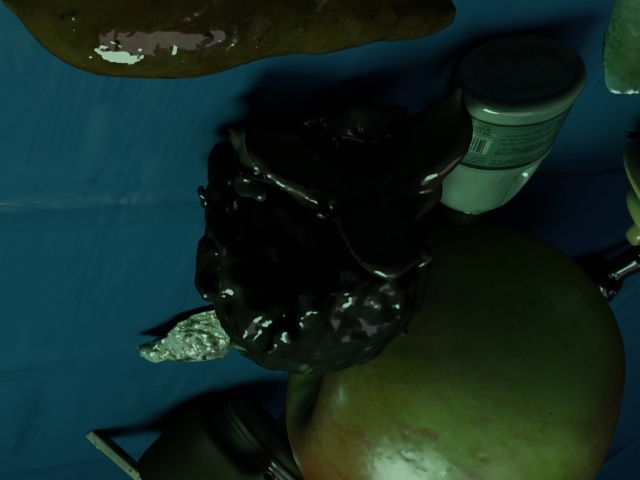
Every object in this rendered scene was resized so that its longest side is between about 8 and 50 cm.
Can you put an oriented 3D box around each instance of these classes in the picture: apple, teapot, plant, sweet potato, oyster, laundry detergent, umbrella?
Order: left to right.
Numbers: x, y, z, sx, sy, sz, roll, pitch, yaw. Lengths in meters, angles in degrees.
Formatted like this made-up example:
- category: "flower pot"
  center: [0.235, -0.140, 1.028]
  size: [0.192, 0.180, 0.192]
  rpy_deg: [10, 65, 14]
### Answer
- category: "oyster"
  center: [-0.114, 0.094, 1.337]
  size: [0.100, 0.037, 0.098]
  rpy_deg: [-32, 152, 33]
- category: "teapot"
  center: [-0.089, 0.259, 1.568]
  size: [0.175, 0.186, 0.268]
  rpy_deg: [-41, -171, 1]
- category: "sweet potato"
  center: [-0.036, -0.142, 0.793]
  size: [0.291, 0.097, 0.097]
  rpy_deg: [-4, 154, -26]
- category: "plant"
  center: [0.000, 0.000, 1.023]
  size: [0.204, 0.178, 0.234]
  rpy_deg: [-9, 162, -12]
- category: "apple"
  center: [0.112, 0.131, 1.241]
  size: [0.277, 0.319, 0.319]
  rpy_deg: [25, 142, -17]
- category: "laundry detergent"
  center: [0.135, -0.073, 1.076]
  size: [0.099, 0.070, 0.226]
  rpy_deg: [-17, 157, -13]
- category: "umbrella"
  center: [0.279, 0.061, 1.472]
  size: [0.248, 0.071, 0.071]
  rpy_deg: [-30, 153, 27]

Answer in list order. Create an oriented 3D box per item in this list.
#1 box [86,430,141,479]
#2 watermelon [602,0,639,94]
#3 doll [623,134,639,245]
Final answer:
- category: "box"
  center: [-0.231, 0.252, 1.570]
  size: [0.012, 0.083, 0.046]
  rpy_deg: [-54, 153, -3]
- category: "watermelon"
  center: [0.352, -0.156, 0.847]
  size: [0.320, 0.214, 0.289]
  rpy_deg: [-41, 150, 24]
- category: "doll"
  center: [0.357, -0.098, 1.108]
  size: [0.208, 0.144, 0.271]
  rpy_deg: [-30, 161, -13]
